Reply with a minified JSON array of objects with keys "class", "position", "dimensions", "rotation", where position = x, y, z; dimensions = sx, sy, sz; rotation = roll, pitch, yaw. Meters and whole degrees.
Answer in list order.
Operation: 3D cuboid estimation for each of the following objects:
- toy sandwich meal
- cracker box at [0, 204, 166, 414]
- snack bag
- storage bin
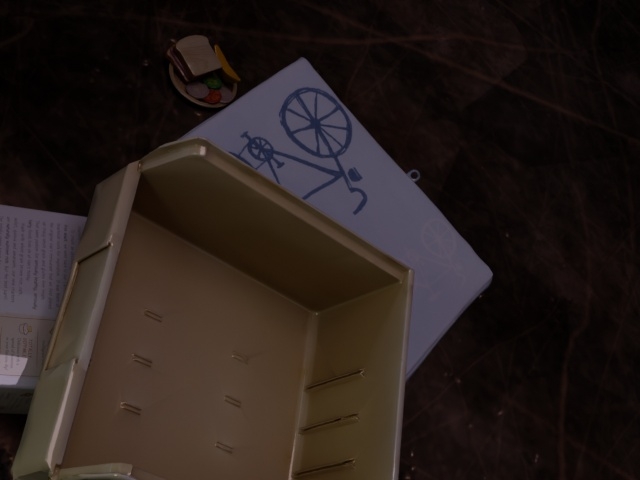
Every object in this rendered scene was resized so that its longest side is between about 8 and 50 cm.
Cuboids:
[{"class":"toy sandwich meal","position":[-0.123,-0.179,1.017],"dimensions":[0.085,0.029,0.086],"rotation":[16,54,-23]},{"class":"cracker box","position":[-0.244,0.055,0.767],"dimensions":[0.232,0.067,0.156],"rotation":[8,59,-26]},{"class":"snack bag","position":[0.000,0.000,0.974],"dimensions":[0.342,0.037,0.323],"rotation":[47,49,-1]},{"class":"storage bin","position":[-0.066,0.097,0.737],"dimensions":[0.260,0.123,0.262],"rotation":[32,51,-33]}]
